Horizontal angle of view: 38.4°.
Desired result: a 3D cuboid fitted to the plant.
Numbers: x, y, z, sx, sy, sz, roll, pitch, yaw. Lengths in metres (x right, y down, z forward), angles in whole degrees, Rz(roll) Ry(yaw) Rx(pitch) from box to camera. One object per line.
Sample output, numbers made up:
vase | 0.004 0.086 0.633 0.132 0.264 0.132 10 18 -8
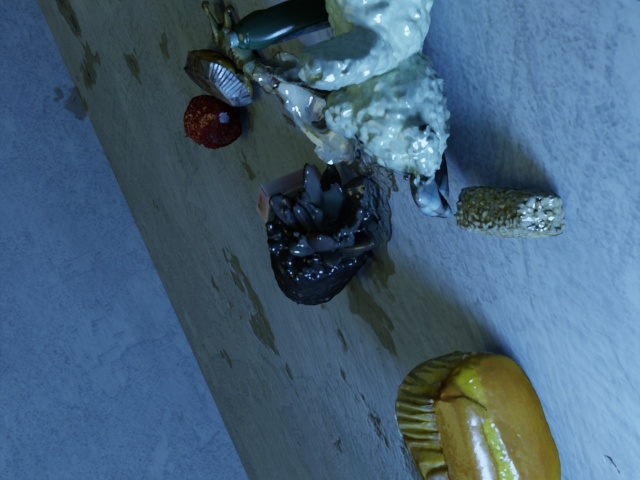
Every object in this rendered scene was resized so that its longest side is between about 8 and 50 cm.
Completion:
plant | 0.000 0.000 1.719 0.194 0.181 0.321 56 161 21

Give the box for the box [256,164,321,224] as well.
box | -0.061 -0.091 1.824 0.043 0.125 0.089 57 155 23

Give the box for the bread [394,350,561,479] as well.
bread | 0.253 0.313 1.437 0.288 0.204 0.156 71 162 -2

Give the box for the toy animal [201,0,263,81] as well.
toy animal | -0.181 -0.406 1.857 0.241 0.056 0.099 46 152 37

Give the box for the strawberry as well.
strawberry | -0.238 -0.260 2.046 0.148 0.131 0.131 -130 24 -61

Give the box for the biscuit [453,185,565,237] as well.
biscuit | 0.254 -0.038 1.241 0.168 0.082 0.071 -172 85 -65

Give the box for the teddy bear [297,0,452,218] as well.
teddy bear | 0.019 -0.226 1.266 0.327 0.375 0.362 -84 -1 -67

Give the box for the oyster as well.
oyster | -0.008 -0.244 1.611 0.232 0.107 0.161 42 149 7

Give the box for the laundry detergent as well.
laundry detergent | -0.056 -0.341 1.438 0.137 0.210 0.063 6 119 66

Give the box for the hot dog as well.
hot dog | -0.223 -0.353 1.972 0.131 0.069 0.252 50 171 -33
